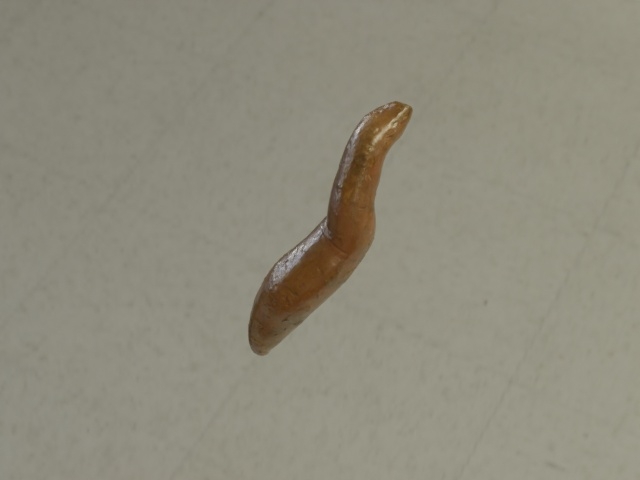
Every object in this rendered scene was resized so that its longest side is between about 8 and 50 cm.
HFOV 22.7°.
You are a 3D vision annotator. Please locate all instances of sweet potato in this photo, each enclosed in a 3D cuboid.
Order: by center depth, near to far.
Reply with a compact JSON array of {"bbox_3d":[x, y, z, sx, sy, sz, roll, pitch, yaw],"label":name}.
[{"bbox_3d":[0.004,0.003,0.851,0.044,0.179,0.044,21,34,-15],"label":"sweet potato"}]
